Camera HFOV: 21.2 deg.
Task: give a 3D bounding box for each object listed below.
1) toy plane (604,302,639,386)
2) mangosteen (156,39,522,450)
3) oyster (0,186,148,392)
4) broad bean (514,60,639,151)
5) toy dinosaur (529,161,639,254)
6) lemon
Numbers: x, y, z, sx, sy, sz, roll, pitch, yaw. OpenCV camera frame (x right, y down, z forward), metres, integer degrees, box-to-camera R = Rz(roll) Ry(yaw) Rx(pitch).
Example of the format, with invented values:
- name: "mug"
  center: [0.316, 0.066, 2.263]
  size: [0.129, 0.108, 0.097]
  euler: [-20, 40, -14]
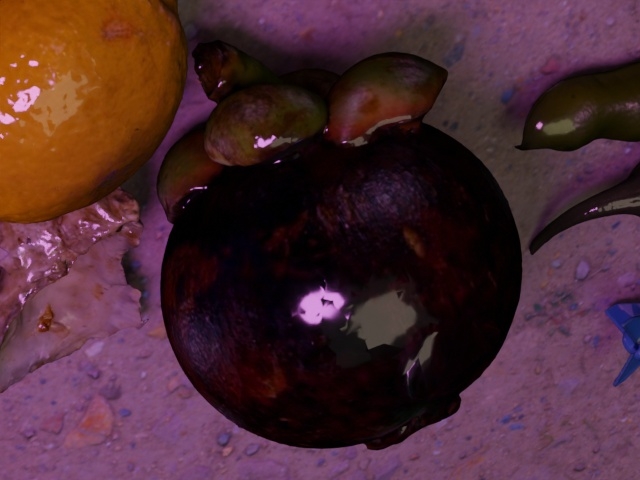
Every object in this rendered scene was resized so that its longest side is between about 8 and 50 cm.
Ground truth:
- name: "toy plane"
  center: [0.402, 0.048, 1.678]
  size: [0.271, 0.105, 0.254]
  euler: [-25, 148, -11]
- name: "mangosteen"
  center: [0.009, 0.015, 1.339]
  size: [0.311, 0.311, 0.311]
  euler: [-14, 127, -20]
- name: "oyster"
  center: [-0.208, 0.024, 1.334]
  size: [0.161, 0.107, 0.232]
  euler: [-34, 160, -45]
- name: "broad bean"
  center: [0.307, -0.143, 1.531]
  size: [0.318, 0.056, 0.098]
  euler: [-27, 124, -17]
- name: "toy dinosaur"
  center: [0.318, -0.017, 1.600]
  size: [0.187, 0.087, 0.179]
  euler: [23, 107, -36]
- name: "lemon"
  center: [-0.195, -0.114, 1.185]
  size: [0.257, 0.188, 0.188]
  euler: [-38, 132, 8]
